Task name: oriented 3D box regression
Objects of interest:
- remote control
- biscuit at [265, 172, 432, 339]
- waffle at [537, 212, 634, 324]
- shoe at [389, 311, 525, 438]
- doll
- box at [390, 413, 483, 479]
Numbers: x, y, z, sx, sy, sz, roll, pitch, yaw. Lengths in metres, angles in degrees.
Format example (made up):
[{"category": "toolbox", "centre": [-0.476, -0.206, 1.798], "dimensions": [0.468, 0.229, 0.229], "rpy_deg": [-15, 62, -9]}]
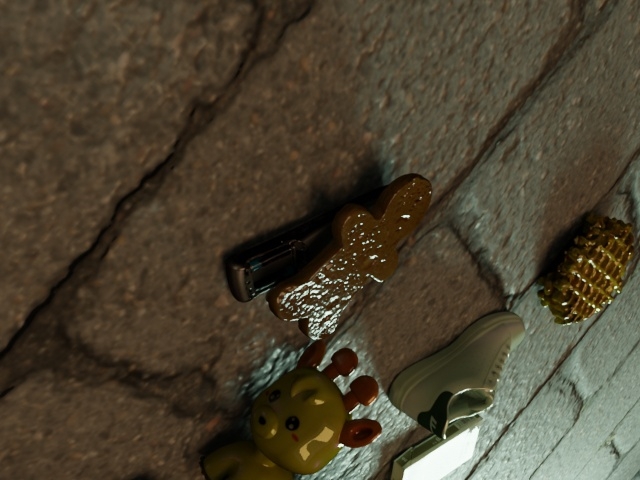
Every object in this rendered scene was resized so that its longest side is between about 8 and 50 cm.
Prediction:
[{"category": "remote control", "centre": [0.000, 0.000, 0.599], "dimensions": [0.212, 0.028, 0.059], "rpy_deg": [-26, 130, -25]}, {"category": "biscuit", "centre": [0.038, 0.011, 0.595], "dimensions": [0.205, 0.031, 0.138], "rpy_deg": [-47, 143, -1]}, {"category": "waffle", "centre": [0.448, 0.049, 0.975], "dimensions": [0.193, 0.070, 0.197], "rpy_deg": [-34, 131, -18]}, {"category": "shoe", "centre": [0.235, 0.204, 0.869], "dimensions": [0.265, 0.110, 0.095], "rpy_deg": [-25, 129, -22]}, {"category": "doll", "centre": [-0.026, 0.217, 0.648], "dimensions": [0.221, 0.143, 0.135], "rpy_deg": [-46, 135, 5]}, {"category": "box", "centre": [0.202, 0.382, 1.014], "dimensions": [0.199, 0.029, 0.109], "rpy_deg": [-18, 127, -32]}]
